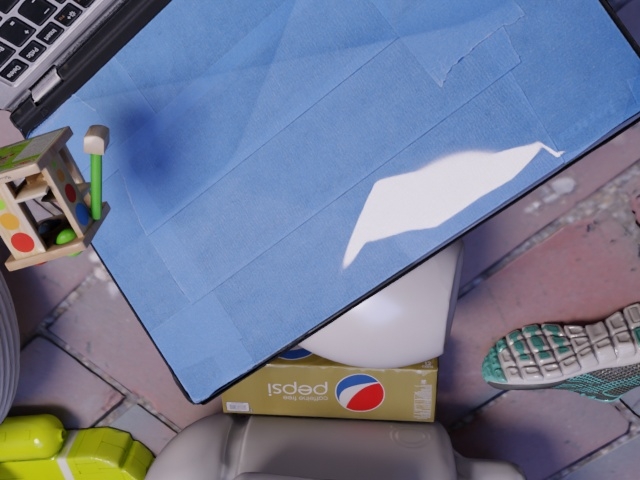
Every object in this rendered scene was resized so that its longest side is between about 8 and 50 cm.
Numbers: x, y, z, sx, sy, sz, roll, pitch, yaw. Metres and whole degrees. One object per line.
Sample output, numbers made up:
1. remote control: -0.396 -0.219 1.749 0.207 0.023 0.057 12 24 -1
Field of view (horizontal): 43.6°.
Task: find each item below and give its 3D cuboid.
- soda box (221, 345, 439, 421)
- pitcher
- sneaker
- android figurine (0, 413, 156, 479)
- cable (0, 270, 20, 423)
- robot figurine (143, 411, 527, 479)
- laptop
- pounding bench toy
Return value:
1. soda box: 0.008 0.110 0.683 0.181 0.061 0.058 2 120 5
2. pitcher: 0.000 0.000 0.592 0.207 0.125 0.177 11 115 13
3. sneaker: 0.220 0.108 0.663 0.166 0.065 0.076 -12 122 14
4. android figurine: -0.263 0.272 0.812 0.273 0.056 0.248 -4 120 10
5. cable: -0.376 0.082 0.659 0.257 0.089 0.257 -11 103 16
6. robot figurine: -0.005 0.250 0.683 0.354 0.199 0.300 1 149 1
7. laptop: -0.100 -0.137 0.436 0.382 0.236 0.408 -36 140 22
8. pounding bench toy: -0.149 -0.025 0.466 0.083 0.052 0.065 -15 118 13
